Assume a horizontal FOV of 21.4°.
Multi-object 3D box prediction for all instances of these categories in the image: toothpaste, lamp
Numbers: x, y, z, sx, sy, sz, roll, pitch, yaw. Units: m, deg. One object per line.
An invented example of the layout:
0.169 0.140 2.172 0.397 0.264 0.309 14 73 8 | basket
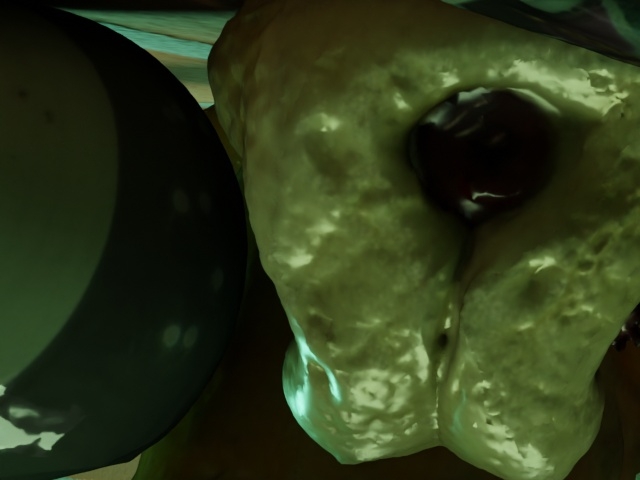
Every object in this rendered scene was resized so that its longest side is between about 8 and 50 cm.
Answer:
0.127 -0.054 0.469 0.216 0.037 0.062 8 180 -21 | toothpaste
-0.125 -0.015 0.548 0.182 0.181 0.314 3 164 8 | lamp

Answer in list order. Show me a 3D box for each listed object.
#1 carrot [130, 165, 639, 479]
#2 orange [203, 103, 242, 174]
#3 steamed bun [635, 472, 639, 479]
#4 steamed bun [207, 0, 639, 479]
0.030 0.099 0.700 0.224 0.340 0.224 16 153 9 | carrot
-0.002 -0.006 0.921 0.237 0.158 0.179 6 174 -11 | orange
0.204 0.046 0.300 0.347 0.237 0.394 -23 -165 17 | steamed bun
0.045 0.000 0.555 0.172 0.155 0.141 4 -178 4 | steamed bun
